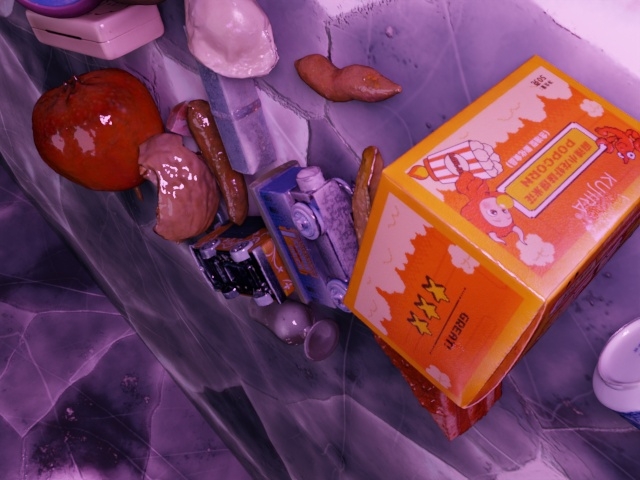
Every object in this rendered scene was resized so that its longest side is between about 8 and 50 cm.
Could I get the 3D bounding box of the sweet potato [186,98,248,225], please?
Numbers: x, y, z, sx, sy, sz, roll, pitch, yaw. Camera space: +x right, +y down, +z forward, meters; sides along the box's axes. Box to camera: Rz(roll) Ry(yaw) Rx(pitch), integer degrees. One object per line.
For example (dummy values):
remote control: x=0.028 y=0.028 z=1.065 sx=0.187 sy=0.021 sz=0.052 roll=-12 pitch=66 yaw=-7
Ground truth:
sweet potato: x=-0.201 y=-0.160 z=1.411 sx=0.075 sy=0.075 sz=0.273 roll=9 pitch=124 yaw=52

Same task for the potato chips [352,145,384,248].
potato chips: x=0.116 y=0.032 z=1.179 sx=0.057 sy=0.080 sz=0.407 roll=26 pitch=142 yaw=56

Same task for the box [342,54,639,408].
box: x=0.206 y=-0.005 z=0.787 sx=0.214 sy=0.283 sz=0.259 roll=41 pitch=149 yaw=17

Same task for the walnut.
walnut: x=-0.288 y=-0.106 z=1.490 sx=0.141 sy=0.204 sz=0.238 roll=-8 pitch=146 yaw=19

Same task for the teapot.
teapot: x=0.425 y=0.175 z=0.829 sx=0.159 sy=0.159 sz=0.232 roll=58 pitch=178 yaw=-11

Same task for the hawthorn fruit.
hawthorn fruit: x=-0.485 y=-0.221 z=1.581 sx=0.287 sy=0.287 sz=0.330 roll=18 pitch=143 yaw=46

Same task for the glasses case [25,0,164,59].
glasses case: x=-0.466 y=-0.448 z=1.413 sx=0.336 sy=0.144 sz=0.076 roll=22 pitch=141 yaw=41

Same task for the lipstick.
lipstick: x=-0.159 y=-0.262 z=1.244 sx=0.077 sy=0.076 sz=0.289 roll=22 pitch=140 yaw=45

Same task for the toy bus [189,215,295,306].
toy bus: x=-0.139 y=0.032 z=1.453 sx=0.275 sy=0.167 sz=0.138 roll=2 pitch=124 yaw=52

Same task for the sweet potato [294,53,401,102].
sweet potato: x=0.036 y=-0.232 z=1.020 sx=0.218 sy=0.051 sz=0.065 roll=26 pitch=140 yaw=39

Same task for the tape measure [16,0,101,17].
tape measure: x=-0.468 y=-0.526 z=1.245 sx=0.231 sy=0.245 sz=0.149 roll=65 pitch=174 yaw=-17

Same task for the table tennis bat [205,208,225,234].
table tennis bat: x=-0.253 y=-0.017 z=1.703 sx=0.124 sy=0.033 sz=0.201 roll=12 pitch=127 yaw=52

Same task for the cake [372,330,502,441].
cake: x=0.195 y=0.192 z=1.159 sx=0.160 sy=0.158 sz=0.262 roll=30 pitch=145 yaw=42

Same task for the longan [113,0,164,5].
longan: x=-0.301 y=-0.488 z=1.056 sx=0.215 sy=0.246 sz=0.246 roll=-109 pitch=-1 yaw=-62

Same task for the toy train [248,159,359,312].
toy train: x=0.000 y=0.000 z=1.252 sx=0.202 sy=0.131 sz=0.299 roll=13 pitch=132 yaw=52

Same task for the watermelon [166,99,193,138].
watermelon: x=-0.283 y=-0.242 z=1.455 sx=0.092 sy=0.072 sz=0.084 roll=58 pitch=166 yaw=-14

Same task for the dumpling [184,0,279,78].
dumpling: x=-0.151 y=-0.338 z=1.095 sx=0.136 sy=0.118 sz=0.199 roll=-29 pitch=83 yaw=20

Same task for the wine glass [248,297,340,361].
wine glass: x=-0.067 y=0.185 z=1.585 sx=0.231 sy=0.103 sz=0.103 roll=25 pitch=141 yaw=45
